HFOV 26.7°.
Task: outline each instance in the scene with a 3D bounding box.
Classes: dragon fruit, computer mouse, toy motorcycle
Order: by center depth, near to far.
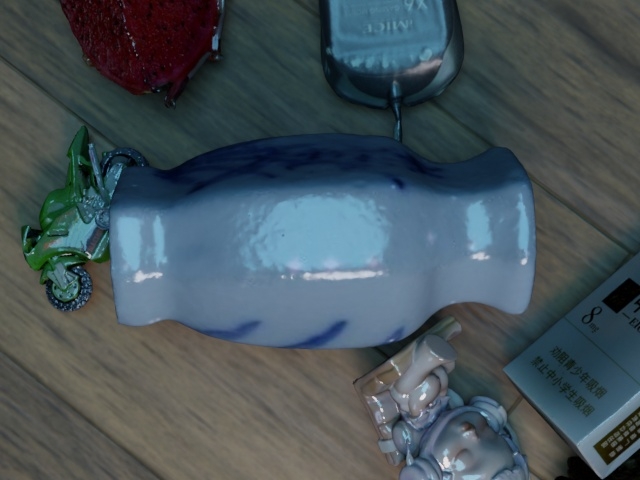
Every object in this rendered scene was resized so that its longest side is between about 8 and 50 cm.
[{"bbox_3d":[0.068,-0.254,1.441,0.167,0.090,0.379,-2,97,10],"label":"computer mouse"},{"bbox_3d":[-0.188,-0.280,1.443,0.161,0.126,0.274,-26,105,-37],"label":"dragon fruit"},{"bbox_3d":[-0.259,-0.021,1.445,0.106,0.074,0.190,25,87,13],"label":"toy motorcycle"}]

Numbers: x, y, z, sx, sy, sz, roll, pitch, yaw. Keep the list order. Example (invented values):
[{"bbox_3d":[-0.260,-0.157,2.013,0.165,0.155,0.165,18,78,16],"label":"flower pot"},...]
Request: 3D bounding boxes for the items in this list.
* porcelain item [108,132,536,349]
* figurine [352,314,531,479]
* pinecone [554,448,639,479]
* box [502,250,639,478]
[{"bbox_3d":[0.000,0.000,1.342,0.405,0.242,0.178,-4,110,-2],"label":"porcelain item"},{"bbox_3d":[0.138,0.205,1.367,0.162,0.141,0.236,-25,87,-41],"label":"figurine"},{"bbox_3d":[0.314,0.300,1.353,0.163,0.163,0.165,-12,99,1],"label":"pinecone"},{"bbox_3d":[0.323,0.107,1.361,0.243,0.155,0.067,-40,126,0],"label":"box"}]
